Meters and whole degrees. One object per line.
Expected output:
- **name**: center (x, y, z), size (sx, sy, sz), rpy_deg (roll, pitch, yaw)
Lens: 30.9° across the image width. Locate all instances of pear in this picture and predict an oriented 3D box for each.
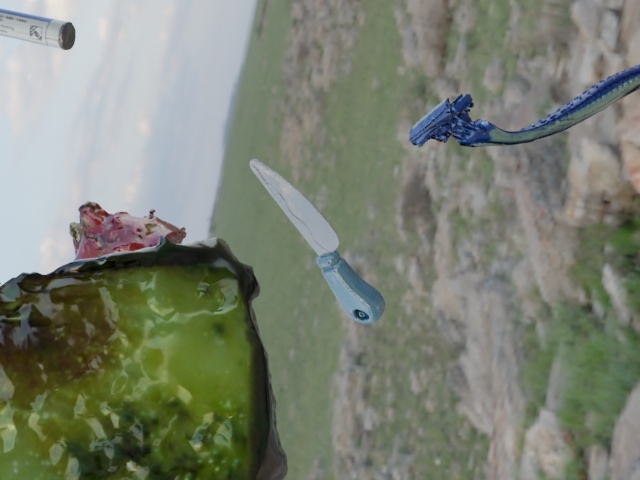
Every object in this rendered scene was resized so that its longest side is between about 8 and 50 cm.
- **pear**: center (-0.167, 0.118, 0.649), size (0.255, 0.238, 0.164), rpy_deg (-41, 63, 62)

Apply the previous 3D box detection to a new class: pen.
- **pen**: center (-0.306, -0.197, 1.007), size (0.025, 0.204, 0.025), rpy_deg (15, -90, -74)

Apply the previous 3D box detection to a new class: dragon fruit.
- **dragon fruit**: center (-0.225, 0.022, 1.214), size (0.153, 0.111, 0.153), rpy_deg (-55, -5, -7)

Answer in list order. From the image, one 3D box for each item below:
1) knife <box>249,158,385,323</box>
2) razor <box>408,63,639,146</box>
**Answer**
- **knife**: center (0.002, 0.000, 1.317), size (0.058, 0.244, 0.032), rpy_deg (-6, 36, 47)
- **razor**: center (0.245, -0.136, 1.122), size (0.056, 0.324, 0.093), rpy_deg (70, 157, 6)
